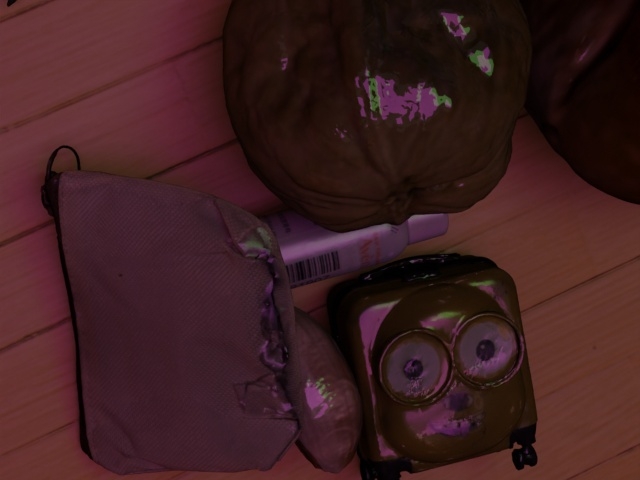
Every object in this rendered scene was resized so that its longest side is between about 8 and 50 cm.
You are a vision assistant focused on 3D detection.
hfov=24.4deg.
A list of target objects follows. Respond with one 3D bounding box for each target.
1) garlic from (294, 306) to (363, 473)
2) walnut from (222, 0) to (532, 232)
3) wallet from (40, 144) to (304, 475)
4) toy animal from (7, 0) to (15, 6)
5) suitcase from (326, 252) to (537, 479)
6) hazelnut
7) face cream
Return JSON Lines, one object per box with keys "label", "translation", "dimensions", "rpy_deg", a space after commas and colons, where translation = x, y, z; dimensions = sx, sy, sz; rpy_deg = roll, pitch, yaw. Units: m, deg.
{"label": "garlic", "translation": [-0.022, 0.133, 1.464], "dimensions": [0.087, 0.101, 0.195], "rpy_deg": [-27, 73, -21]}
{"label": "walnut", "translation": [0.056, -0.153, 1.392], "dimensions": [0.253, 0.282, 0.277], "rpy_deg": [18, 65, -54]}
{"label": "wallet", "translation": [-0.144, 0.081, 1.419], "dimensions": [0.275, 0.068, 0.335], "rpy_deg": [6, 111, 28]}
{"label": "toy animal", "translation": [-0.294, -0.291, 1.403], "dimensions": [0.065, 0.047, 0.136], "rpy_deg": [3, 99, -9]}
{"label": "suitcase", "translation": [0.118, 0.135, 1.515], "dimensions": [0.194, 0.143, 0.235], "rpy_deg": [-12, 101, -11]}
{"label": "hazelnut", "translation": [0.370, -0.194, 1.439], "dimensions": [0.372, 0.372, 0.315], "rpy_deg": [-43, 148, -4]}
{"label": "face cream", "translation": [0.000, 0.000, 1.498], "dimensions": [0.269, 0.082, 0.082], "rpy_deg": [-15, 102, -10]}
